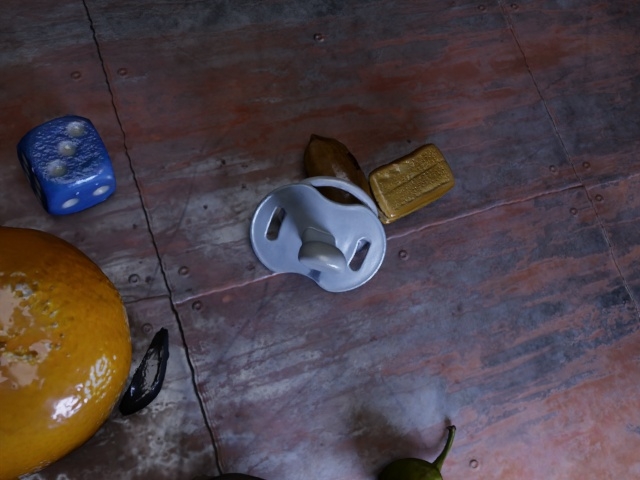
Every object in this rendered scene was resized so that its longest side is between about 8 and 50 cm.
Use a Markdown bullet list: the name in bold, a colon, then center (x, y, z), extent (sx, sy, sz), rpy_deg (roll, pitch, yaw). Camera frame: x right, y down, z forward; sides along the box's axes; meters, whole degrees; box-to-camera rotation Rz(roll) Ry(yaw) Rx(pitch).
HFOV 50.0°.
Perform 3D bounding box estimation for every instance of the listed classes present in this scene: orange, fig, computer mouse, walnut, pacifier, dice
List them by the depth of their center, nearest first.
- **orange**: center (-0.513, 0.173, 1.083), extent (0.423, 0.326, 0.424), rpy_deg (6, 74, -20)
- **computer mouse**: center (-0.307, 0.241, 1.244), extent (0.057, 0.099, 0.172), rpy_deg (25, 67, -7)
- **dice**: center (-0.476, -0.140, 1.297), extent (0.146, 0.143, 0.146), rpy_deg (-27, 80, -24)
- **fig**: center (0.202, 0.443, 1.321), extent (0.124, 0.124, 0.236), rpy_deg (50, 45, 4)
- **pacifier**: center (0.000, 0.000, 1.331), extent (0.279, 0.207, 0.227), rpy_deg (20, 113, -7)
- **walnut**: center (0.030, -0.141, 1.448), extent (0.115, 0.116, 0.207), rpy_deg (-26, 74, -20)

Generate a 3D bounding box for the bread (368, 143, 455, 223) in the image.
- **bread**: center (0.193, -0.124, 1.495), extent (0.200, 0.077, 0.116), rpy_deg (-27, 80, -22)

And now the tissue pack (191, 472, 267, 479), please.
- **tissue pack**: center (-0.159, 0.567, 1.087), extent (0.277, 0.267, 0.387), rpy_deg (37, 69, -5)
